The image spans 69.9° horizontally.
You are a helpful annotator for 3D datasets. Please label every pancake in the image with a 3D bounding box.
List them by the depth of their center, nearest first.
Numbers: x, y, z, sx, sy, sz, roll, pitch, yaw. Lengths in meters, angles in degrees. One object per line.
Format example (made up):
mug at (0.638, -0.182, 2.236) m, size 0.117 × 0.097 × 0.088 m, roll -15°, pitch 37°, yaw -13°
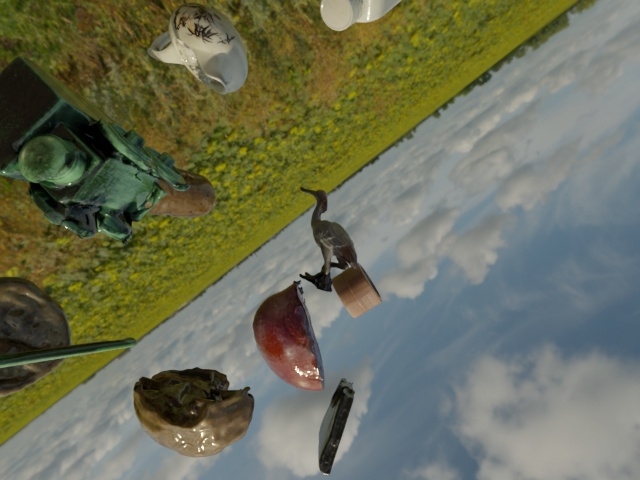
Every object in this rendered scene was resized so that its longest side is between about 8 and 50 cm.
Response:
pancake at (-0.743, 0.227, 1.059) m, size 0.294 × 0.295 × 0.049 m, roll -41°, pitch -159°, yaw -34°

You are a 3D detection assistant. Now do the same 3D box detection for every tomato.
tomato at (-0.097, 0.296, 1.319) m, size 0.176 × 0.290 × 0.335 m, roll -16°, pitch 147°, yaw -4°

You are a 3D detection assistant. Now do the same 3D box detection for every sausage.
sausage at (-0.484, -0.148, 1.047) m, size 0.123 × 0.500 × 0.136 m, roll -65°, pitch -153°, yaw 24°

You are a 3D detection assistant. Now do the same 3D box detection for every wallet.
wallet at (0.032, 0.408, 1.048) m, size 0.309 × 0.042 × 0.165 m, roll 81°, pitch 29°, yaw -80°

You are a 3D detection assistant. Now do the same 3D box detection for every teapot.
teapot at (-0.278, -0.436, 1.064) m, size 0.166 × 0.299 × 0.208 m, roll -61°, pitch 148°, yaw -10°

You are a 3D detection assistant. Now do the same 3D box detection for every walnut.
walnut at (-0.247, 0.324, 0.860) m, size 0.204 × 0.141 × 0.238 m, roll 7°, pitch 174°, yaw -29°

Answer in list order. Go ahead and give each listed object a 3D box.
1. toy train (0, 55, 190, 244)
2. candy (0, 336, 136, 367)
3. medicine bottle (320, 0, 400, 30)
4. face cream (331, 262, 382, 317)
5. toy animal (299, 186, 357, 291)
toy train at (-0.341, -0.122, 0.670) m, size 0.167 × 0.238 × 0.299 m, roll -46°, pitch 176°, yaw -3°
candy at (-0.425, 0.168, 0.647) m, size 0.119 × 0.119 × 0.440 m, roll -37°, pitch 162°, yaw 13°
medicine bottle at (0.072, -0.449, 0.835) m, size 0.183 × 0.119 × 0.069 m, roll -52°, pitch 156°, yaw -37°
face cream at (0.116, 0.158, 1.461) m, size 0.104 × 0.149 × 0.149 m, roll -33°, pitch -175°, yaw 7°
toy animal at (0.017, -0.016, 1.305) m, size 0.195 × 0.324 × 0.090 m, roll -9°, pitch 171°, yaw 36°
